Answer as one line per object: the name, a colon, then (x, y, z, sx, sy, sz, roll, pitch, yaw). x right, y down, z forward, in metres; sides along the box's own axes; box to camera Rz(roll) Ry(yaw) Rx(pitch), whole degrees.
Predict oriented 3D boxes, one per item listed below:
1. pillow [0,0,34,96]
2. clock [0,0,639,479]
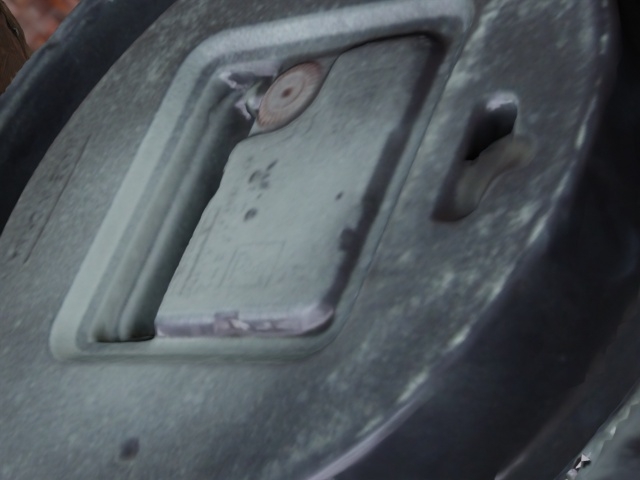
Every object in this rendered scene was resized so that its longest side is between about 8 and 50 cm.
pillow: (-0.217, -0.077, 1.055, 0.059, 0.255, 0.169, -19, 102, 18)
clock: (0.000, 0.000, 0.616, 0.386, 0.386, 0.076, 9, 154, 50)
